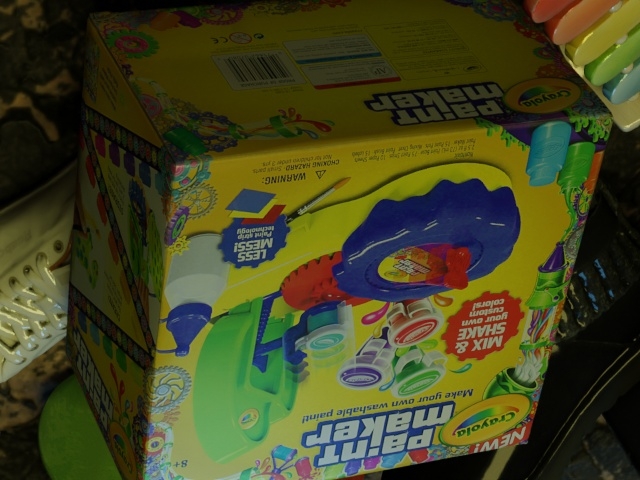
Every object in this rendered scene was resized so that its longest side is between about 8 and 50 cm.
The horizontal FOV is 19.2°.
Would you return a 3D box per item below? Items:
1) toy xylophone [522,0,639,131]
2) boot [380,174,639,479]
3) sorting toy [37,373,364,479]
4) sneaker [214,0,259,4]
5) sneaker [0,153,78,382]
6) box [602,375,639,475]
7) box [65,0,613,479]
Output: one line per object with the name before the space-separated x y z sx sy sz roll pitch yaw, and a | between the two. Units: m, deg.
toy xylophone | 0.246 -0.215 1.345 0.236 0.081 0.322 -42 156 5
boot | 0.120 0.076 1.515 0.348 0.131 0.260 -49 132 1
sorting toy | -0.153 0.184 1.528 0.365 0.127 0.126 5 149 -19
sneaker | -0.005 -0.209 1.325 0.098 0.083 0.224 4 119 -28
sneaker | -0.197 0.022 1.368 0.290 0.123 0.106 -45 115 10
box | 0.567 0.140 1.590 0.480 0.297 0.472 -44 118 10
box | 0.000 0.000 1.244 0.290 0.177 0.279 -8 129 -22
